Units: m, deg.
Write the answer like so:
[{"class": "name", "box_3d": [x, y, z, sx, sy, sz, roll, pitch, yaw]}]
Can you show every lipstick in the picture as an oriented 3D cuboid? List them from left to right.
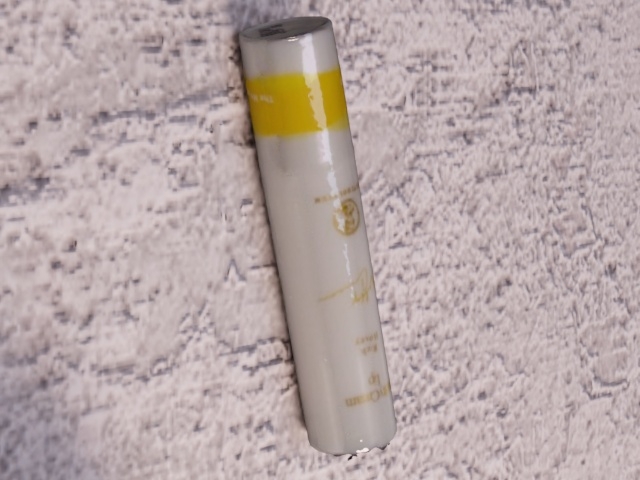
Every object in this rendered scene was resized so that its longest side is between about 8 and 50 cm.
[{"class": "lipstick", "box_3d": [0.000, 0.000, 1.163, 0.059, 0.059, 0.264, -29, 117, -48]}]
